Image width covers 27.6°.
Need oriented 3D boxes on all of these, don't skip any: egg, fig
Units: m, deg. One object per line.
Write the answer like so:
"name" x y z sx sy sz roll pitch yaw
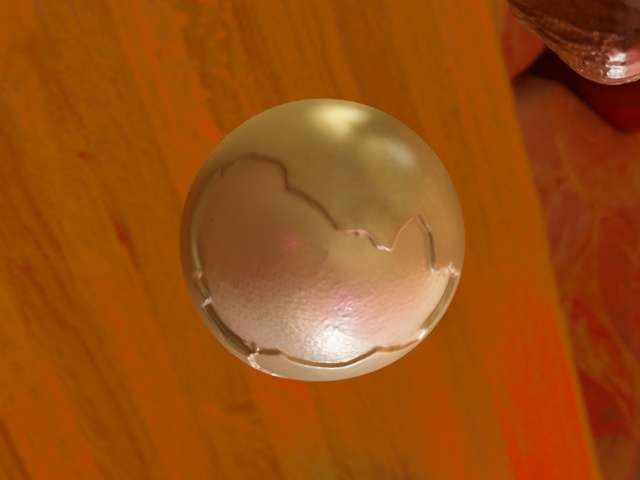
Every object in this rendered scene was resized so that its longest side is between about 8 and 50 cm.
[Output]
"egg" 0.000 0.000 1.260 0.336 0.278 0.278 20 85 -86
"fig" 0.183 -0.167 0.895 0.119 0.153 0.119 -7 101 -37
